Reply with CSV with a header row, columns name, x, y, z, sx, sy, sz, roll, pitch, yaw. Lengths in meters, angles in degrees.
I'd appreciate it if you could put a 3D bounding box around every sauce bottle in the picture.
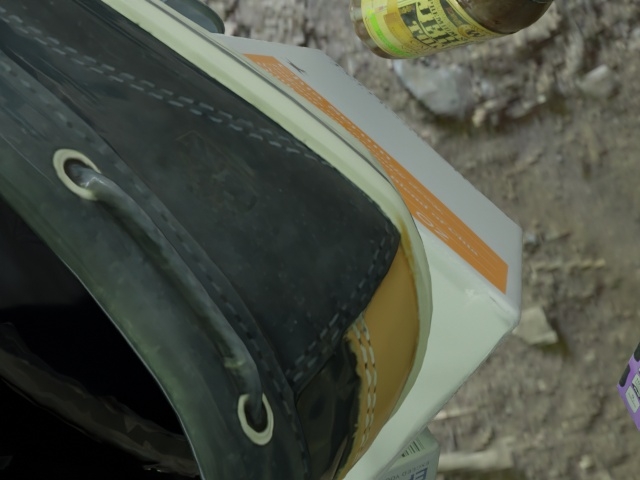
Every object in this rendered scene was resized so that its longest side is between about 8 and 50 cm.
name,x,y,z,sx,sy,sz,roll,pitch,yaw
sauce bottle,0.151,-0.248,1.458,0.111,0.344,0.111,1,87,-26

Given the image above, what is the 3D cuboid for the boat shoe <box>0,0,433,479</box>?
name,x,y,z,sx,sy,sz,roll,pitch,yaw
boat shoe,-0.198,-0.053,0.402,0.500,0.156,0.187,31,124,-6

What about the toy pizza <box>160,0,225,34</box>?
name,x,y,z,sx,sy,sz,roll,pitch,yaw
toy pizza,-0.200,-0.243,1.598,0.201,0.201,0.032,8,74,-6

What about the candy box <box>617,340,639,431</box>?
name,x,y,z,sx,sy,sz,roll,pitch,yaw
candy box,0.220,0.090,0.693,0.070,0.165,0.196,-20,155,-10

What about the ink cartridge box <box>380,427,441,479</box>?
name,x,y,z,sx,sy,sz,roll,pitch,yaw
ink cartridge box,-0.023,0.248,1.131,0.223,0.045,0.224,-18,138,-22

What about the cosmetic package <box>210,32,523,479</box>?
name,x,y,z,sx,sy,sz,roll,pitch,yaw
cosmetic package,0.000,0.000,0.983,0.230,0.453,0.161,41,99,1
